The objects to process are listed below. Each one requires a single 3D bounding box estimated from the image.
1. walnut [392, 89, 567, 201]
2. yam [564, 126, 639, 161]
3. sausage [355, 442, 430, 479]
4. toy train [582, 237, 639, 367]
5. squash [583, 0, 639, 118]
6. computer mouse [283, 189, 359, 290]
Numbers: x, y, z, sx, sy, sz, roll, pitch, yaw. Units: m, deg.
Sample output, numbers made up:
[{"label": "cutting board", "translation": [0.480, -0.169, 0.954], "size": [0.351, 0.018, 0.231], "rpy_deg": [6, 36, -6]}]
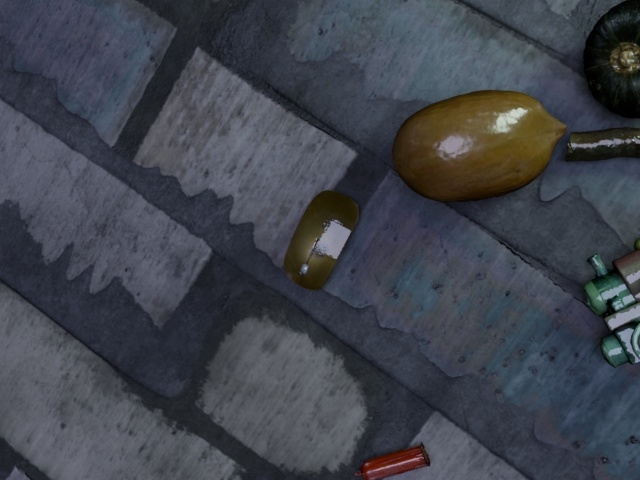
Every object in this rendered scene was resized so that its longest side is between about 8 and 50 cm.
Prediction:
[{"label": "walnut", "translation": [0.273, -0.160, 1.177], "size": [0.297, 0.203, 0.203], "rpy_deg": [-6, 89, 10]}, {"label": "yam", "translation": [0.555, -0.167, 1.176], "size": [0.252, 0.061, 0.061], "rpy_deg": [1, 90, 14]}, {"label": "sausage", "translation": [0.133, 0.426, 1.288], "size": [0.145, 0.050, 0.048], "rpy_deg": [-20, 127, 13]}, {"label": "toy train", "translation": [0.590, 0.083, 1.135], "size": [0.304, 0.150, 0.221], "rpy_deg": [-29, 73, 14]}, {"label": "squash", "translation": [0.532, -0.301, 1.127], "size": [0.193, 0.156, 0.193], "rpy_deg": [-18, 68, 53]}, {"label": "computer mouse", "translation": [0.000, 0.000, 1.319], "size": [0.102, 0.045, 0.199], "rpy_deg": [29, 96, 14]}]
